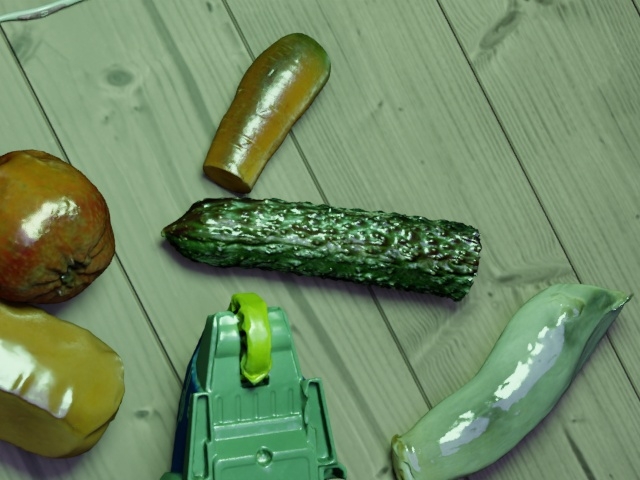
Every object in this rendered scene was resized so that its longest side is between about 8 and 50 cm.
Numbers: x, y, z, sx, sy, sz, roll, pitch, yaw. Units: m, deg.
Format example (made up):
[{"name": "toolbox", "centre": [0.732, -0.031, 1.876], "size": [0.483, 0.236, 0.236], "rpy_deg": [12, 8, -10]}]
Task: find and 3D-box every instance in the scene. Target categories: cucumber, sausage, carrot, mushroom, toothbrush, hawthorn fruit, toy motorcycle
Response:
[{"name": "cucumber", "centre": [0.000, 0.000, 1.531], "size": [0.359, 0.096, 0.096], "rpy_deg": [9, 79, -13]}, {"name": "sausage", "centre": [-0.320, 0.132, 1.392], "size": [0.241, 0.120, 0.136], "rpy_deg": [23, 42, -15]}, {"name": "carrot", "centre": [-0.064, -0.148, 1.536], "size": [0.087, 0.087, 0.193], "rpy_deg": [38, 77, -8]}, {"name": "mushroom", "centre": [0.221, 0.166, 1.567], "size": [0.351, 0.097, 0.109], "rpy_deg": [-43, 95, -16]}, {"name": "toothbrush", "centre": [-0.306, -0.261, 1.512], "size": [0.204, 0.017, 0.022], "rpy_deg": [-26, 79, -19]}, {"name": "hawthorn fruit", "centre": [-0.344, -0.045, 1.426], "size": [0.285, 0.165, 0.165], "rpy_deg": [32, 71, 24]}, {"name": "toy motorcycle", "centre": [-0.081, 0.212, 1.426], "size": [0.191, 0.200, 0.326], "rpy_deg": [-5, 94, -18]}]
